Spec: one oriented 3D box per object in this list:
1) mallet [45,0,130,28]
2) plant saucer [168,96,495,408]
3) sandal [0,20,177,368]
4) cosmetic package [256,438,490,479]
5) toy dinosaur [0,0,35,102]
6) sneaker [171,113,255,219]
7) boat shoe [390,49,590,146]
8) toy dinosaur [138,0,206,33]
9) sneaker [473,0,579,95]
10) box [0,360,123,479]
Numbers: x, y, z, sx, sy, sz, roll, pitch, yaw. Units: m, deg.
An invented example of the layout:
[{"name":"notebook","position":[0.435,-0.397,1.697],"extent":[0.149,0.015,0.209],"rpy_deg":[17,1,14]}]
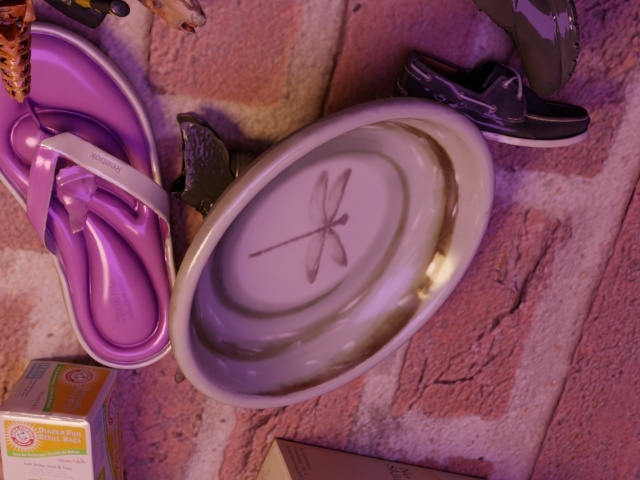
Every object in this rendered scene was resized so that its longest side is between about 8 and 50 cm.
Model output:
[{"name":"mallet","position":[-0.203,-0.217,1.329],"extent":[0.062,0.189,0.039],"rpy_deg":[29,90,-33]},{"name":"plant saucer","position":[0.000,0.000,1.504],"extent":[0.400,0.100,0.400],"rpy_deg":[-25,140,-23]},{"name":"sandal","position":[-0.229,-0.034,1.462],"extent":[0.169,0.102,0.416],"rpy_deg":[-22,120,-4]},{"name":"cosmetic package","position":[0.081,0.352,1.721],"extent":[0.309,0.160,0.113],"rpy_deg":[13,112,-23]},{"name":"toy dinosaur","position":[-0.299,-0.284,1.245],"extent":[0.164,0.218,0.322],"rpy_deg":[10,115,-21]},{"name":"sneaker","position":[-0.121,-0.048,1.519],"extent":[0.089,0.051,0.170],"rpy_deg":[5,112,-16]},{"name":"boat shoe","position":[0.192,-0.152,1.533],"extent":[0.233,0.084,0.079],"rpy_deg":[9,115,-17]},{"name":"toy dinosaur","position":[-0.169,-0.342,1.312],"extent":[0.127,0.200,0.296],"rpy_deg":[-9,93,-29]},{"name":"sneaker","position":[0.185,-0.279,1.465],"extent":[0.130,0.109,0.286],"rpy_deg":[-18,111,1]},{"name":"box","position":[-0.284,0.248,1.573],"extent":[0.103,0.114,0.203],"rpy_deg":[5,118,7]}]
